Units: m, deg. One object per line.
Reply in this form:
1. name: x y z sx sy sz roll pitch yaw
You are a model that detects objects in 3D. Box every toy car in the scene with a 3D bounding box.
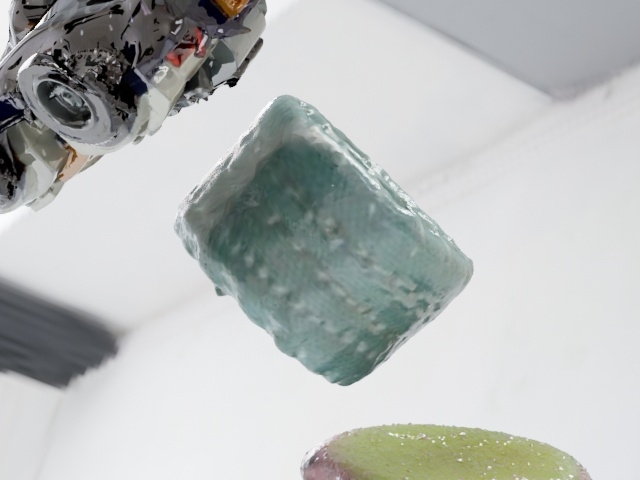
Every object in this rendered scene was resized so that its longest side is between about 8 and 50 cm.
1. toy car: -0.134 -0.113 1.126 0.301 0.118 0.193 -20 -149 50

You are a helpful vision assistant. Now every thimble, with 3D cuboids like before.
1. thimble: 0.000 0.000 1.340 0.143 0.198 0.235 -46 -170 6

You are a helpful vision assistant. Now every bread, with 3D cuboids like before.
1. bread: 0.096 0.174 1.369 0.228 0.228 0.034 -160 -109 -67
